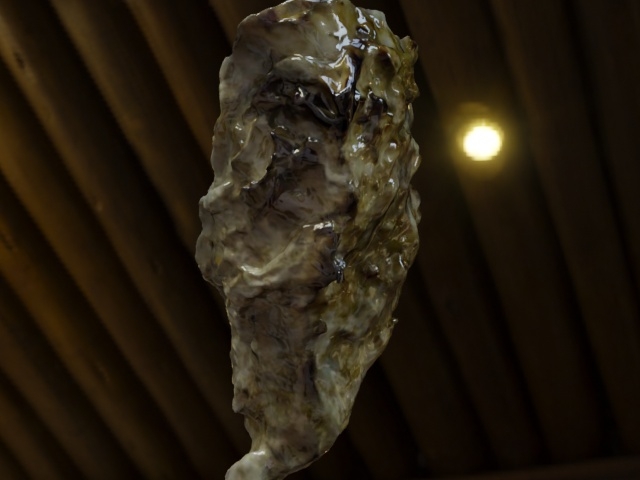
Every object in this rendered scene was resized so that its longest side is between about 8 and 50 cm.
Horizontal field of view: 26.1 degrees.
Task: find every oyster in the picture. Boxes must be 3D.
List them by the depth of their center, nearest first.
[{"bbox_3d":[0.018,0.006,1.024,0.204,0.111,0.396,-17,-57,-37],"label":"oyster"}]
